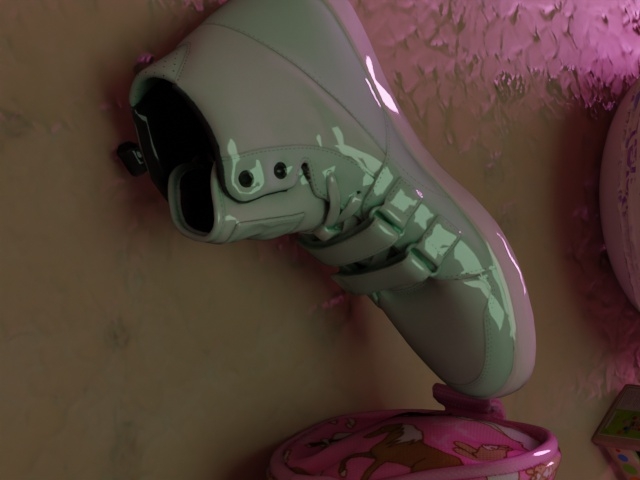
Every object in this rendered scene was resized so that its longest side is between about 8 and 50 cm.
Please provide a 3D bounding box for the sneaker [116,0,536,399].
[{"bbox_3d":[-0.001,0.000,0.771,0.151,0.094,0.256,-38,97,-41],"label":"sneaker"}]

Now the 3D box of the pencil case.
[{"bbox_3d":[0.065,0.279,0.812,0.160,0.167,0.386,-6,96,1],"label":"pencil case"}]

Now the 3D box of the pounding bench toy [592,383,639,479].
[{"bbox_3d":[0.238,0.130,1.039,0.083,0.052,0.065,-52,123,-29],"label":"pounding bench toy"}]

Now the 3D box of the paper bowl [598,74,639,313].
[{"bbox_3d":[0.299,-0.031,1.026,0.284,0.148,0.284,-1,91,-42],"label":"paper bowl"}]
